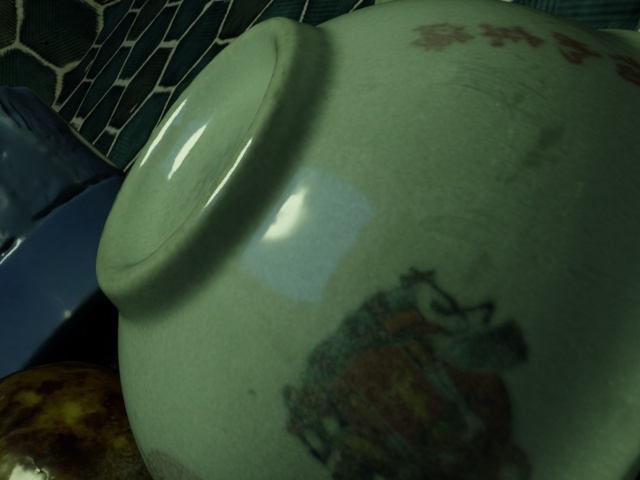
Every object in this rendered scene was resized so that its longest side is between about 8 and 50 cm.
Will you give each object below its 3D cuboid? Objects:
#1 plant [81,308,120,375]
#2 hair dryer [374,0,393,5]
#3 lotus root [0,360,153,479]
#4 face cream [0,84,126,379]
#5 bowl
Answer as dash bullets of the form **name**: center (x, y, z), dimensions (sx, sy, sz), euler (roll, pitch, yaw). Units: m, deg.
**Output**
- **plant**: center (-0.154, 0.089, 0.960), dimensions (0.174, 0.087, 0.085), euler (-30, 70, 39)
- **hair dryer**: center (0.095, -0.210, 0.929), dimensions (0.124, 0.038, 0.063), euler (-27, 38, 36)
- **lotus root**: center (-0.186, 0.174, 0.802), dimensions (0.169, 0.141, 0.314), euler (-21, 21, -22)
- **face cream**: center (-0.291, 0.008, 1.034), dimensions (0.249, 0.225, 0.249), euler (-47, -5, -6)
- **bowl**: center (0.000, 0.000, 0.631), dimensions (0.435, 0.196, 0.435), euler (-42, 28, 28)
